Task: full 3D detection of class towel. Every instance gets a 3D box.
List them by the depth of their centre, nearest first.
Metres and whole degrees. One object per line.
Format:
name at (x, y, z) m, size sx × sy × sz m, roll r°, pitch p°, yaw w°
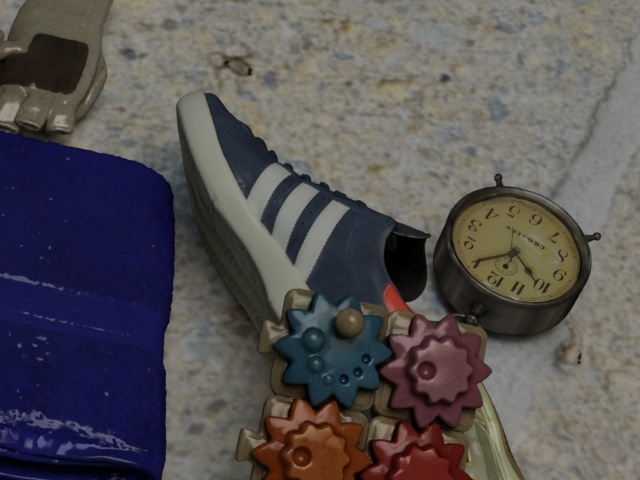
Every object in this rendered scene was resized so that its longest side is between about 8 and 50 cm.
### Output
towel at (-0.229, 0.054, 1.481) m, size 0.227 × 0.076 × 0.308 m, roll 13°, pitch 49°, yaw -16°

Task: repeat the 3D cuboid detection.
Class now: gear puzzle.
gear puzzle at (0.020, 0.207, 1.348) m, size 0.175 × 0.044 × 0.339 m, roll 13°, pitch 80°, yaw -14°

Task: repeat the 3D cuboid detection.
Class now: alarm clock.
alarm clock at (0.152, 0.031, 1.616) m, size 0.129 × 0.064 × 0.192 m, roll 32°, pitch 48°, yaw 9°

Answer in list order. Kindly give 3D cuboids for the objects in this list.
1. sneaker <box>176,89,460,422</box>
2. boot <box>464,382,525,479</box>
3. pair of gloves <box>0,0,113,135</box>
sneaker at (0.000, 0.000, 1.525) m, size 0.148 × 0.131 × 0.350 m, roll -22°, pitch 57°, yaw -13°
boot at (0.061, 0.178, 1.464) m, size 0.165 × 0.077 × 0.213 m, roll -11°, pitch 56°, yaw -22°
pair of gloves at (-0.302, -0.178, 1.662) m, size 0.240 × 0.042 × 0.204 m, roll 11°, pitch 53°, yaw -6°
